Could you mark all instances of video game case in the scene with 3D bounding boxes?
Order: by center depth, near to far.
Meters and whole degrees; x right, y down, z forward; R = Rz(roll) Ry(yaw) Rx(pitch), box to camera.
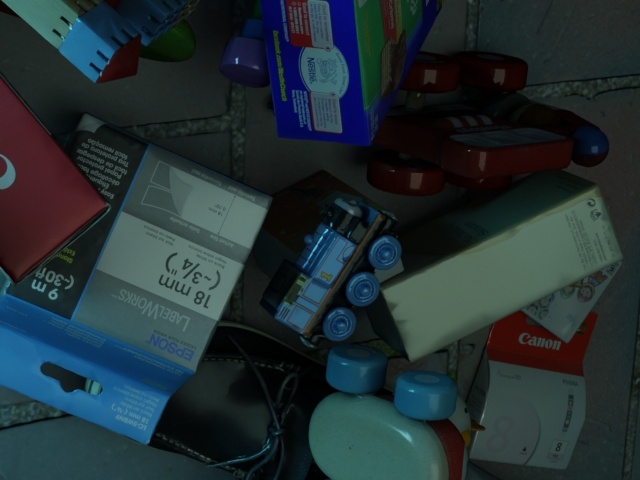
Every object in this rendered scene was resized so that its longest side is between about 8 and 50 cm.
[{"bbox_3d":[0.335,0.049,2.184,0.157,0.019,0.143,35,89,-27],"label":"video game case"}]

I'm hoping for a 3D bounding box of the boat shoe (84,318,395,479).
[{"bbox_3d":[-0.060,0.226,1.966,0.500,0.156,0.187,19,100,-31],"label":"boat shoe"}]

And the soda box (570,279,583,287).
[{"bbox_3d":[0.273,0.018,2.107,0.181,0.061,0.058,11,99,-21],"label":"soda box"}]

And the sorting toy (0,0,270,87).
[{"bbox_3d":[-0.207,-0.283,1.691,0.365,0.127,0.126,17,75,-9],"label":"sorting toy"}]

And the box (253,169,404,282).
[{"bbox_3d":[0.000,0.000,1.903,0.130,0.170,0.091,-27,120,-17],"label":"box"}]

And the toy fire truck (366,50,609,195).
[{"bbox_3d":[0.214,-0.130,1.910,0.302,0.254,0.169,-6,111,-39],"label":"toy fire truck"}]

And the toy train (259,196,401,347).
[{"bbox_3d":[0.015,0.034,1.778,0.105,0.080,0.184,31,93,-26],"label":"toy train"}]

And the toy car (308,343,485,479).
[{"bbox_3d":[0.129,0.239,1.892,0.238,0.210,0.219,-11,112,-47],"label":"toy car"}]

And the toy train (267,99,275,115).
[{"bbox_3d":[0.008,-0.166,1.927,0.158,0.036,0.027,-2,109,-28],"label":"toy train"}]

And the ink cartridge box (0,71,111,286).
[{"bbox_3d":[-0.357,-0.113,1.552,0.130,0.272,0.309,-40,100,-7],"label":"ink cartridge box"}]

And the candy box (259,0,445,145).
[{"bbox_3d":[0.043,-0.304,1.714,0.317,0.122,0.268,-64,155,-45],"label":"candy box"}]

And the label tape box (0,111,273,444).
[{"bbox_3d":[-0.232,0.052,1.778,0.240,0.106,0.334,24,89,-12],"label":"label tape box"}]

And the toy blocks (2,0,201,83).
[{"bbox_3d":[-0.213,-0.315,1.556,0.261,0.381,0.191,41,129,0],"label":"toy blocks"}]

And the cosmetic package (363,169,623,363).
[{"bbox_3d":[0.207,0.026,1.968,0.309,0.160,0.113,-25,107,-11],"label":"cosmetic package"}]

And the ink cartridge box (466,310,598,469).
[{"bbox_3d":[0.308,0.210,2.218,0.189,0.066,0.232,11,106,-31],"label":"ink cartridge box"}]

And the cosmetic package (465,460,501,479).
[{"bbox_3d":[0.253,0.466,2.213,0.385,0.156,0.217,36,88,-37],"label":"cosmetic package"}]
